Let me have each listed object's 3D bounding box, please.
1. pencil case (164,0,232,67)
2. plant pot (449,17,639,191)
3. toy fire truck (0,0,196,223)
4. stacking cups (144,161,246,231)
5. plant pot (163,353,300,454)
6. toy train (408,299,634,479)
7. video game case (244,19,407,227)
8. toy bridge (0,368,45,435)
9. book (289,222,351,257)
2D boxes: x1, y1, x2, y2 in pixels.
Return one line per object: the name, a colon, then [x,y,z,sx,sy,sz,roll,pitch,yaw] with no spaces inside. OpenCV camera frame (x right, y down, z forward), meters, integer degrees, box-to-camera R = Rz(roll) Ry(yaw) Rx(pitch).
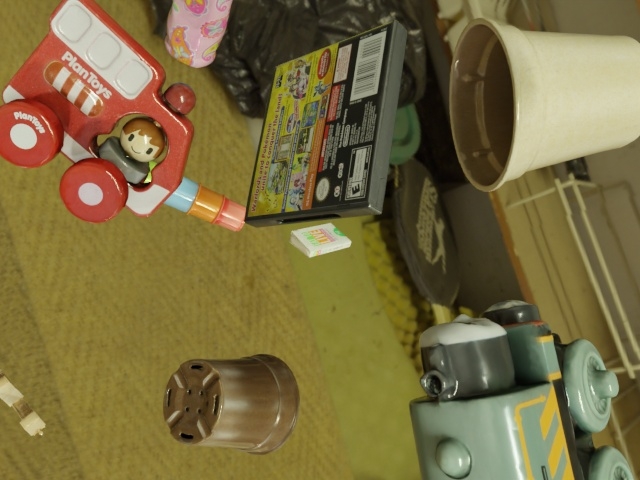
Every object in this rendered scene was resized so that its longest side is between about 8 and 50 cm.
pencil case: [-0.244,-0.496,1.178,0.124,0.284,0.124,11,55,-16]
plant pot: [0.460,-0.282,1.151,0.305,0.334,0.334,-7,75,-6]
toy fire truck: [-0.336,-0.192,0.907,0.302,0.254,0.169,42,17,-17]
stacking cups: [-0.313,-0.114,1.285,0.316,0.096,0.096,22,58,-25]
plant pot: [-0.146,0.258,0.911,0.165,0.166,0.167,24,56,-54]
toy train: [0.161,0.214,0.451,0.190,0.142,0.334,3,75,-46]
video game case: [0.002,-0.161,0.840,0.035,0.248,0.275,23,70,-44]
toy bridge: [-0.476,0.231,0.874,0.188,0.063,0.026,38,60,23]
book: [0.000,0.000,1.579,0.144,0.035,0.096,-15,42,-38]
